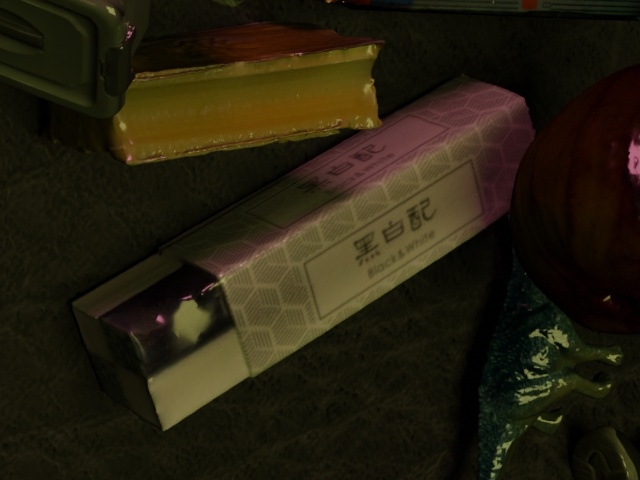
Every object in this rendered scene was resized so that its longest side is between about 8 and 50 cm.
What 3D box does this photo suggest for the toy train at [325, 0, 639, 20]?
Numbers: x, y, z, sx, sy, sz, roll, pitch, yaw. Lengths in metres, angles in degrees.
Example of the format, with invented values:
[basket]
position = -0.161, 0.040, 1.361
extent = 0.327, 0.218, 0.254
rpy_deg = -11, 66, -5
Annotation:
[toy train]
position = 0.141, -0.225, 1.632
extent = 0.409, 0.086, 0.089
rpy_deg = -2, 102, -37

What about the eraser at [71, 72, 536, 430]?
[eraser]
position = 0.000, 0.000, 1.577
extent = 0.404, 0.096, 0.098
rpy_deg = -32, 122, -28

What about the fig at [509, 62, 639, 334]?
[fig]
position = 0.263, -0.088, 1.606
extent = 0.217, 0.217, 0.321
rpy_deg = 33, 56, -38

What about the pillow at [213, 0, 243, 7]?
[pillow]
position = -0.130, -0.331, 1.330
extent = 0.322, 0.120, 0.255
rpy_deg = 45, 33, -37

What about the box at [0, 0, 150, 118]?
[box]
position = -0.188, -0.169, 1.308
extent = 0.124, 0.172, 0.093
rpy_deg = 102, 12, -55

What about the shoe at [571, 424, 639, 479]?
[shoe]
position = 0.303, 0.220, 1.888
extent = 0.099, 0.071, 0.169
rpy_deg = -44, 128, -24

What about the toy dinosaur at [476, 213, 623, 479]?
[toy dinosaur]
position = 0.184, 0.113, 1.765
extent = 0.147, 0.076, 0.363
rpy_deg = 12, 89, -30

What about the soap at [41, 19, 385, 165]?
[soap]
position = -0.079, -0.113, 1.462
extent = 0.233, 0.135, 0.076
rpy_deg = -9, 108, -35
